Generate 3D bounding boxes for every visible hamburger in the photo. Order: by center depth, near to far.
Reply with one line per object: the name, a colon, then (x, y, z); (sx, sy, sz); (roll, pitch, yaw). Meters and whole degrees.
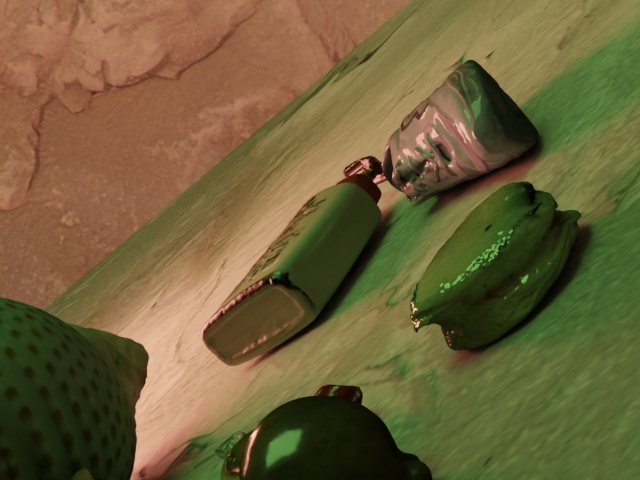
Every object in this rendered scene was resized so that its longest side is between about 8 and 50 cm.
hamburger: (0.122, 0.016, 1.187); (0.133, 0.062, 0.140); (-38, 14, 32)

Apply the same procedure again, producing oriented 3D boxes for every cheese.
cheese: (-0.049, 0.166, 1.296); (0.086, 0.036, 0.162); (-44, 11, -13)

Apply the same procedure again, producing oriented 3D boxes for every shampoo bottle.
shampoo bottle: (0.000, 0.000, 1.680); (0.153, 0.071, 0.284); (-36, 10, 45)

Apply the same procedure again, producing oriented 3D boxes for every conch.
conch: (-0.281, 0.194, 1.509); (0.215, 0.319, 0.303); (50, 136, 47)

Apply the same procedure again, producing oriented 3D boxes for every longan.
longan: (0.010, 0.143, 1.037); (0.119, 0.106, 0.106); (-2, 19, 6)

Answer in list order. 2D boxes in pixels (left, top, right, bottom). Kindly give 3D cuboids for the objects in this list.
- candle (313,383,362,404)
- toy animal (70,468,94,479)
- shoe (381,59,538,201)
candle: (-0.044, 0.203, 1.111); (0.051, 0.048, 0.329); (13, 39, 20)
toy animal: (-0.221, 0.271, 1.396); (0.150, 0.083, 0.089); (-52, -35, 4)
shoe: (0.119, -0.090, 1.547); (0.137, 0.095, 0.245); (-46, 7, 5)
